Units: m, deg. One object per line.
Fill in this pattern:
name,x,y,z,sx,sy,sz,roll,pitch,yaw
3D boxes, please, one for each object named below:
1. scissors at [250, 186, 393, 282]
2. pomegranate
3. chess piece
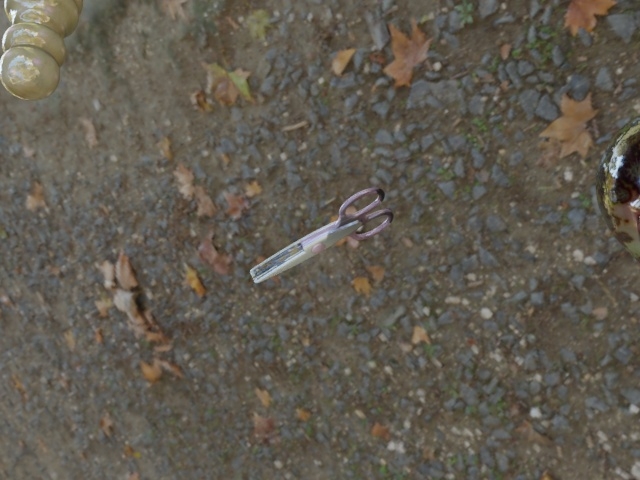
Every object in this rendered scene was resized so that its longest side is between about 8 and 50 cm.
scissors,0.000,0.000,0.831,0.022,0.176,0.085,63,-177,33
pomegranate,0.261,-0.026,0.541,0.138,0.163,0.125,61,151,-4
chess piece,-0.358,-0.249,0.920,0.094,0.094,0.170,-42,41,51
